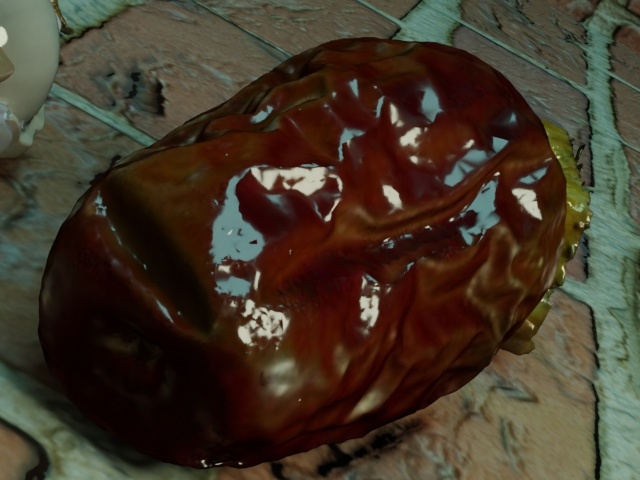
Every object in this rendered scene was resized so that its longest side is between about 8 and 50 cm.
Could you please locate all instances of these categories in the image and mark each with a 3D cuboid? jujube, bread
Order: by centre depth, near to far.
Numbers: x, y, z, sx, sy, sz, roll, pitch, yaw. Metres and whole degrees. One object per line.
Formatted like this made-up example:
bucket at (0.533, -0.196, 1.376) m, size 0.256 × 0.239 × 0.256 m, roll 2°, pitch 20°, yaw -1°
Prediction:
jujube at (0.000, 0.000, 0.709) m, size 0.216 × 0.216 × 0.342 m, roll 38°, pitch 38°, yaw 21°
bread at (0.122, -0.029, 0.972) m, size 0.139 × 0.143 × 0.229 m, roll 28°, pitch 20°, yaw -5°

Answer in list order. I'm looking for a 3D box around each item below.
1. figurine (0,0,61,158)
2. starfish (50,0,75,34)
figurine at (-0.240, -0.113, 0.769) m, size 0.162 × 0.141 × 0.237 m, roll 58°, pitch 20°, yaw -4°
starfish at (-0.262, -0.214, 1.052) m, size 0.130 × 0.041 × 0.133 m, roll 16°, pitch 25°, yaw -26°
